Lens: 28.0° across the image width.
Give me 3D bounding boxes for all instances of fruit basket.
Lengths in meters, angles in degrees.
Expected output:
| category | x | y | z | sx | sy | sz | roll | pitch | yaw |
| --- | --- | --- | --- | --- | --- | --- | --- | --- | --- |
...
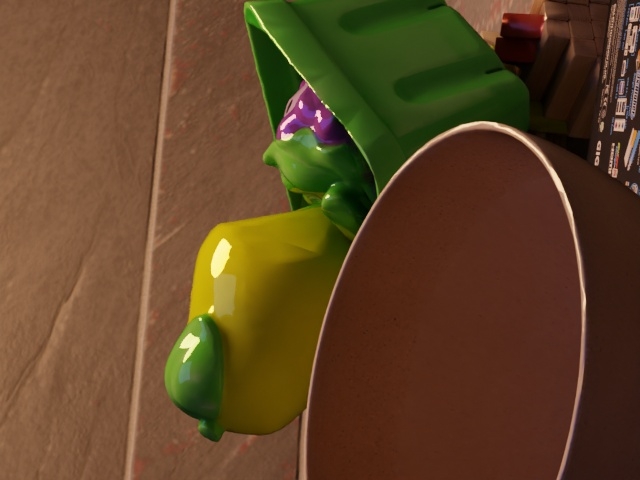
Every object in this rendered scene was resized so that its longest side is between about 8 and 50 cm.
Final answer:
| category | x | y | z | sx | sy | sz | roll | pitch | yaw |
| --- | --- | --- | --- | --- | --- | --- | --- | --- | --- |
| fruit basket | 0.000 | 0.000 | 1.134 | 0.283 | 0.392 | 0.392 | 56 | 147 | 36 |

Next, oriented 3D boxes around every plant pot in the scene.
| category | x | y | z | sx | sy | sz | roll | pitch | yaw |
| --- | --- | --- | --- | --- | --- | --- | --- | --- | --- |
| plant pot | 0.137 | 0.095 | 0.715 | 0.284 | 0.191 | 0.284 | -46 | 37 | 50 |

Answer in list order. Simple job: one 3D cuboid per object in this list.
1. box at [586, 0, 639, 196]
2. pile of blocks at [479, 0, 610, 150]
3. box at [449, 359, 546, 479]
| category | x | y | z | sx | sy | sz | roll | pitch | yaw |
| --- | --- | --- | --- | --- | --- | --- | --- | --- | --- |
| box | 0.255 | -0.131 | 0.794 | 0.293 | 0.073 | 0.295 | -143 | 60 | -80 |
| pile of blocks | 0.169 | -0.128 | 1.235 | 0.362 | 0.113 | 0.149 | 129 | 146 | -76 |
| box | 0.142 | 0.232 | 0.946 | 0.279 | 0.177 | 0.290 | 120 | 156 | -72 |
